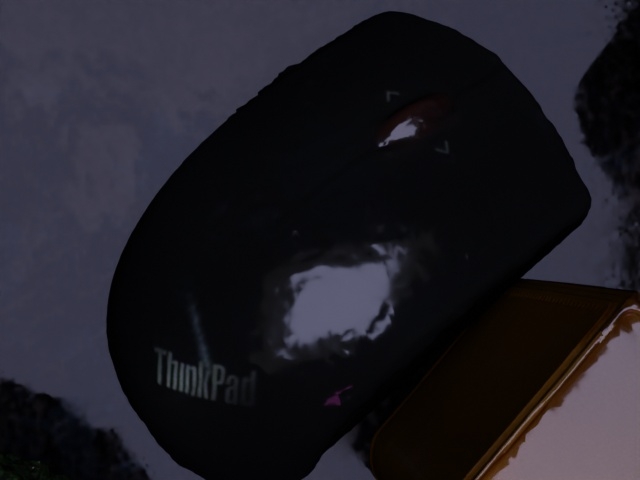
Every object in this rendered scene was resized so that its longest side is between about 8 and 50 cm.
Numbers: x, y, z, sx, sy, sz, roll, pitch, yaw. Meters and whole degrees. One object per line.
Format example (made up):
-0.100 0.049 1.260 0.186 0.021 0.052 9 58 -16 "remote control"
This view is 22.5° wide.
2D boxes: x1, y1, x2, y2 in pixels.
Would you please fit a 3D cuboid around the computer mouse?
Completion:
0.000 0.000 0.839 0.269 0.100 0.170 -42 72 -5 "computer mouse"

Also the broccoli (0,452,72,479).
-0.215 0.233 0.732 0.413 0.321 0.310 -3 86 -27 "broccoli"

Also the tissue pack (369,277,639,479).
0.142 0.134 0.783 0.194 0.274 0.145 41 88 -2 "tissue pack"
